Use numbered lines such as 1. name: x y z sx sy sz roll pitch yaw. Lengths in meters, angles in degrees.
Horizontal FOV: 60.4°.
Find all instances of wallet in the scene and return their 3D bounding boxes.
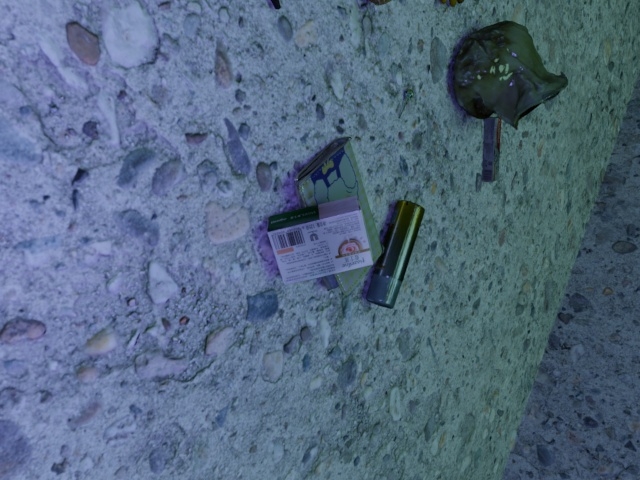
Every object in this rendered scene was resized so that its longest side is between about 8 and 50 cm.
1. wallet: 0.044 -0.052 1.271 0.223 0.077 0.309 -44 126 -37

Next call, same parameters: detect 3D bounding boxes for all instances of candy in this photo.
1. candy: 0.224 -0.363 1.459 0.023 0.025 0.083 26 85 -5

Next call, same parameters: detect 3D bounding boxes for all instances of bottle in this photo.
1. bottle: 0.200 0.037 1.467 0.082 0.082 0.286 31 75 -48

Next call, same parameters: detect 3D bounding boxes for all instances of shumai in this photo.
1. shumai: 0.590 -0.497 1.625 0.292 0.288 0.330 43 73 -38

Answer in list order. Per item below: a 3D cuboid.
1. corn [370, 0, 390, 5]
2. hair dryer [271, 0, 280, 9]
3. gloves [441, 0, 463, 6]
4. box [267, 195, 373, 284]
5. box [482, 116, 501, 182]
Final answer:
1. corn: 0.103 -0.647 1.199 0.097 0.097 0.261 -49 134 -31
2. hair dryer: -0.128 -0.512 1.000 0.173 0.050 0.194 -38 128 -35
3. gloves: 0.356 -0.773 1.479 0.133 0.116 0.294 -32 136 -9
4. box: 0.000 0.000 1.141 0.081 0.199 0.135 -93 170 -61
5. box: 0.584 -0.310 1.871 0.055 0.040 0.218 -16 110 -45
